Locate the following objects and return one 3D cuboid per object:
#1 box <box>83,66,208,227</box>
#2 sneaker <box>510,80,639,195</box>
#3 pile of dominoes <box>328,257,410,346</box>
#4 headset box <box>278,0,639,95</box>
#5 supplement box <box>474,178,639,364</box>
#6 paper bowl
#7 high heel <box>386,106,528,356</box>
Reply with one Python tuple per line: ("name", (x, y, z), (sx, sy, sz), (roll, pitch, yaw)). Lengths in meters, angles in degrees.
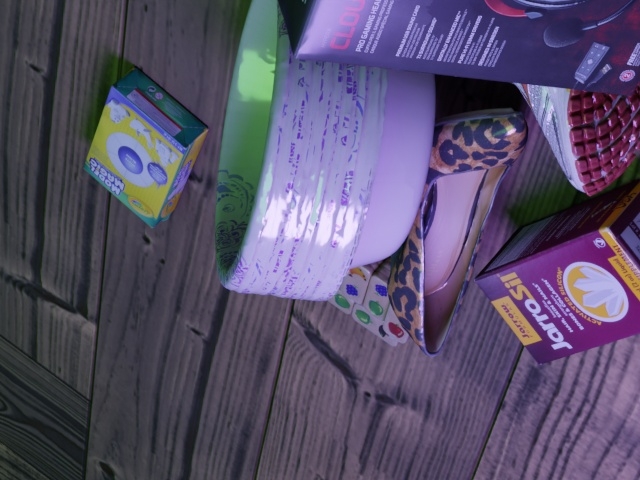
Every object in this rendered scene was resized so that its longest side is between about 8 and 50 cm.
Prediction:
("box", (-0.186, -0.089, 2.064), (0.105, 0.043, 0.179), (40, 147, 9))
("sneaker", (0.193, -0.140, 1.590), (0.092, 0.088, 0.225), (17, 134, 53))
("pile of dominoes", (0.000, 0.000, 1.961), (0.251, 0.040, 0.196), (34, 145, 15))
("headset box", (0.110, -0.225, 1.367), (0.293, 0.110, 0.218), (5, 135, -18))
("supplement box", (0.235, 0.028, 1.706), (0.104, 0.081, 0.188), (51, 146, -9))
("paper bowl", (0.006, -0.090, 1.681), (0.148, 0.284, 0.284), (7, 145, -10))
("high heel", (0.127, -0.007, 1.706), (0.261, 0.093, 0.186), (150, 114, -66))
